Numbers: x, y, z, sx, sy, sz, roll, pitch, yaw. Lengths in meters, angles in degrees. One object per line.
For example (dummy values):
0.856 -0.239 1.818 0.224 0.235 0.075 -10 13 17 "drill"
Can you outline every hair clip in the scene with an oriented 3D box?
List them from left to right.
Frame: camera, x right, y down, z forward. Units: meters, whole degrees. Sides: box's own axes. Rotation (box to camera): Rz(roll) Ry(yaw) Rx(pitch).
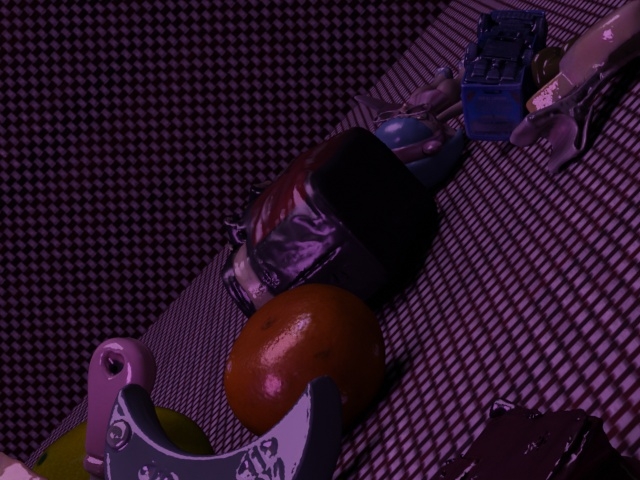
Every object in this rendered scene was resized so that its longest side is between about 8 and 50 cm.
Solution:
0.258 -0.155 1.801 0.218 0.071 0.159 -47 4 -29 "hair clip"

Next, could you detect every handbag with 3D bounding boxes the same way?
0.000 0.000 2.005 0.181 0.181 0.254 -42 7 25 "handbag"
0.084 0.184 1.021 0.203 0.074 0.216 -49 6 -11 "handbag"

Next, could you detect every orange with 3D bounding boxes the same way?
-0.010 0.115 1.692 0.156 0.124 0.156 -33 28 20 "orange"

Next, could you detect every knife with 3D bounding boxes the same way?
-0.213 0.265 1.901 0.043 0.081 0.336 2 -83 -59 "knife"

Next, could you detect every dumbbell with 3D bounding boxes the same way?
0.257 -0.182 1.959 0.046 0.052 0.118 -14 1 -11 "dumbbell"

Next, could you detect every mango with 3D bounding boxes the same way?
-0.212 0.262 2.005 0.293 0.143 0.175 -24 46 48 "mango"

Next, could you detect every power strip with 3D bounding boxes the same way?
-0.100 0.196 1.601 0.253 0.054 0.168 -8 64 31 "power strip"

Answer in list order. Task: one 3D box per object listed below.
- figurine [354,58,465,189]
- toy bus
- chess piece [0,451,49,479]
0.153 -0.145 2.262 0.205 0.103 0.260 -3 27 23 "figurine"
0.205 -0.189 2.099 0.236 0.079 0.094 -62 -23 -62 "toy bus"
-0.347 0.426 1.714 0.442 0.234 0.234 -55 10 -16 "chess piece"
